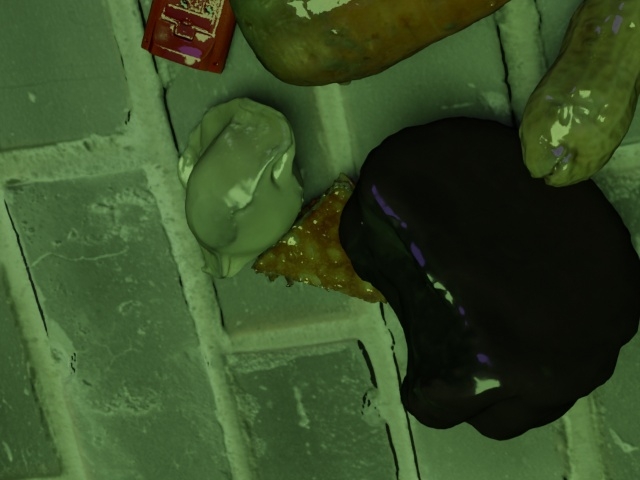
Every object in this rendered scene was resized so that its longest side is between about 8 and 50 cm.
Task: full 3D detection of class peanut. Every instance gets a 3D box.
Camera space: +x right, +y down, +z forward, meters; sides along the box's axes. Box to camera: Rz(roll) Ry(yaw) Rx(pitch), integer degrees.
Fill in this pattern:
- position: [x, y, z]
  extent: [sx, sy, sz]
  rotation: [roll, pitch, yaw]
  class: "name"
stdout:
- position: [0.328, -0.193, 1.677]
  extent: [0.130, 0.130, 0.290]
  rotation: [32, 76, -3]
  class: "peanut"

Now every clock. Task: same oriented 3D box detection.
- position: [-0.161, -0.298, 1.798]
  extent: [0.113, 0.061, 0.155]
  rotation: [19, 112, 3]
  class: "clock"

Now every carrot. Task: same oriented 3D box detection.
- position: [0.069, -0.319, 1.661]
  extent: [0.341, 0.224, 0.224]
  rotation: [-23, 106, 14]
  class: "carrot"

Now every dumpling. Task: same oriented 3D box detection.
- position: [-0.114, -0.078, 1.840]
  extent: [0.193, 0.147, 0.258]
  rotation: [55, 131, 30]
  class: "dumpling"

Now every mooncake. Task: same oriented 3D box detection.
- position: [0.208, 0.048, 1.712]
  extent: [0.351, 0.381, 0.212]
  rotation: [-4, 154, -17]
  class: "mooncake"

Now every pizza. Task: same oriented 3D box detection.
- position: [0.000, 0.000, 1.890]
  extent: [0.193, 0.053, 0.201]
  rotation: [-5, 122, 11]
  class: "pizza"
